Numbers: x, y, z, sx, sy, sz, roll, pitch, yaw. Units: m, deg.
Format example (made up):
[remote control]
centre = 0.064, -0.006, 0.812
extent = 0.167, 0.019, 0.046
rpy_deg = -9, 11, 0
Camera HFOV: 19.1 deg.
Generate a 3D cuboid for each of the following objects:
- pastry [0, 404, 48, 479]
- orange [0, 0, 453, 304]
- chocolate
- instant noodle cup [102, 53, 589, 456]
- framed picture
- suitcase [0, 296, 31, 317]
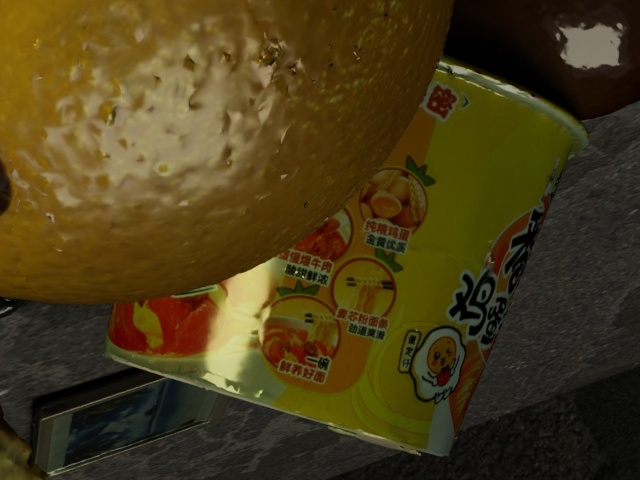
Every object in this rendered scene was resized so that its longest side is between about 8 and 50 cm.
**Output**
[pastry]
centre = -0.381, 0.194, 1.260
extent = 0.337, 0.292, 0.405
rpy_deg = 0, -171, 10
[orange]
centre = -0.079, -0.111, 0.670
extent = 0.274, 0.274, 0.274
rpy_deg = -19, 165, -5
[chocolate]
centre = 0.131, -0.148, 1.059
extent = 0.177, 0.176, 0.177
rpy_deg = -19, 165, -5
[instant noodle cup]
centre = 0.000, 0.000, 1.067
extent = 0.264, 0.200, 0.264
rpy_deg = 17, 174, 2
[framed picture]
centre = -0.198, 0.183, 2.014
extent = 0.232, 0.024, 0.315
rpy_deg = -18, 166, -15
[suitcase]
centre = -0.320, 0.015, 1.041
extent = 0.312, 0.128, 0.202
rpy_deg = -18, 165, -10
